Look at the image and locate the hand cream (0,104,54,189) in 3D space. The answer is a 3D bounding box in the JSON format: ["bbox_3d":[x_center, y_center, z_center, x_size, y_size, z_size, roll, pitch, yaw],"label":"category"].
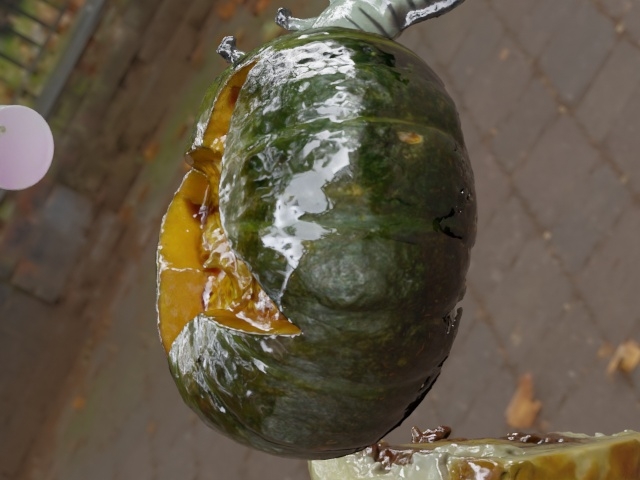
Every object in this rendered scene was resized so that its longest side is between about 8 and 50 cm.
[{"bbox_3d":[-0.334,-0.078,1.434,0.312,0.070,0.111,6,57,53],"label":"hand cream"}]

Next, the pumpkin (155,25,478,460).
[{"bbox_3d":[0.002,0.001,0.921,0.238,0.159,0.238,-168,90,-71],"label":"pumpkin"}]

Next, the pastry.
[{"bbox_3d":[0.129,0.216,1.289,0.236,0.256,0.170,0,84,47],"label":"pastry"}]

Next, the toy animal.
[{"bbox_3d":[0.025,-0.161,1.296,0.176,0.073,0.217,6,57,29],"label":"toy animal"}]
